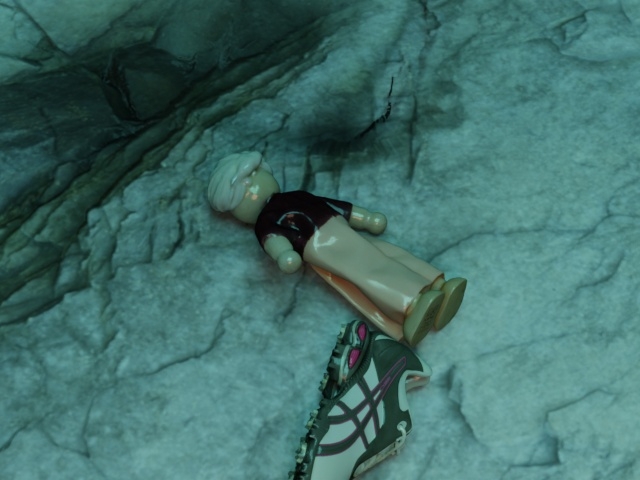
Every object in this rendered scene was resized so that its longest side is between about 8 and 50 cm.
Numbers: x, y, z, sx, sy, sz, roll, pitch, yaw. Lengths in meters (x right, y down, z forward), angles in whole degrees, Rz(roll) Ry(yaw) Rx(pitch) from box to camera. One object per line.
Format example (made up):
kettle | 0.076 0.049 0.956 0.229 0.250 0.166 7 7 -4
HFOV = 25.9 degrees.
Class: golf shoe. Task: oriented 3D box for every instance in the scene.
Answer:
golf shoe | 0.040 0.214 1.530 0.120 0.105 0.273 22 57 1

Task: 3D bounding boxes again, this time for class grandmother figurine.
grandmother figurine | 0.000 0.000 1.673 0.342 0.104 0.208 34 20 21
